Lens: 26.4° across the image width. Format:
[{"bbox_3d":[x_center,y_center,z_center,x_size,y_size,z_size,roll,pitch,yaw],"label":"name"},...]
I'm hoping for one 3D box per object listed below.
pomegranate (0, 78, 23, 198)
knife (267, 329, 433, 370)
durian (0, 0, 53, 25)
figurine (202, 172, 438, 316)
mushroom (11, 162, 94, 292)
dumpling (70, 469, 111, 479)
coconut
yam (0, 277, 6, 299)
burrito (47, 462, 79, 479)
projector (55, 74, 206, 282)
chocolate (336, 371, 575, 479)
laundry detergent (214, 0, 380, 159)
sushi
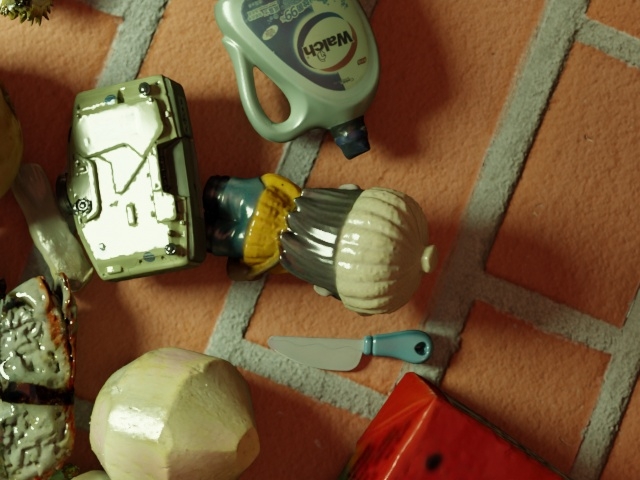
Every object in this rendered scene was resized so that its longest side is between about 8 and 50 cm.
[{"bbox_3d":[-0.536,-0.132,1.815,0.270,0.229,0.252,-29,93,-2],"label":"pomegranate"},{"bbox_3d":[0.045,0.163,2.003,0.244,0.032,0.058,-3,99,-4],"label":"knife"},{"bbox_3d":[-0.459,-0.405,1.872,0.144,0.139,0.252,-17,93,-4],"label":"durian"},{"bbox_3d":[-0.007,-0.002,1.904,0.332,0.204,0.185,13,90,-8],"label":"figurine"},{"bbox_3d":[-0.385,-0.020,1.930,0.059,0.054,0.202,-27,88,-13],"label":"mushroom"},{"bbox_3d":[-0.286,0.411,1.912,0.216,0.126,0.166,17,67,-11],"label":"dumpling"},{"bbox_3d":[-0.190,0.255,1.876,0.237,0.237,0.197,-21,124,-8],"label":"coconut"},{"bbox_3d":[-0.571,0.090,1.857,0.280,0.131,0.131,-26,94,-10],"label":"yam"},{"bbox_3d":[-0.439,0.432,1.917,0.288,0.054,0.104,-35,97,-8],"label":"burrito"},{"bbox_3d":[-0.269,-0.083,1.892,0.193,0.088,0.269,-11,82,15],"label":"projector"},{"bbox_3d":[0.186,0.421,1.953,0.360,0.161,0.341,34,82,-7],"label":"chocolate"},{"bbox_3d":[-0.017,-0.243,1.955,0.215,0.105,0.280,-22,95,-8],"label":"laundry detergent"},{"bbox_3d":[-0.407,0.208,1.884,0.130,0.124,0.332,2,89,-18],"label":"sushi"}]
